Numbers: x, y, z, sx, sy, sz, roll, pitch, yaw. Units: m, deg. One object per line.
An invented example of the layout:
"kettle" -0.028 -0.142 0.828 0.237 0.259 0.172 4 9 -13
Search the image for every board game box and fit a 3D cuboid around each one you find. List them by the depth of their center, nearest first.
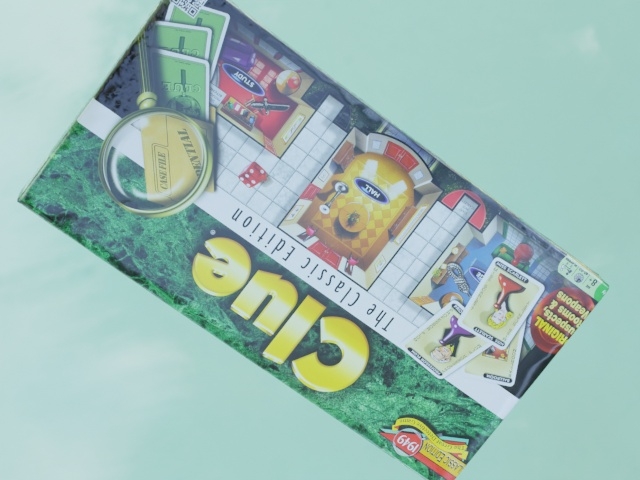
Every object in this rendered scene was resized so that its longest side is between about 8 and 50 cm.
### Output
"board game box" 0.000 0.000 0.724 0.259 0.136 0.030 35 11 -14
